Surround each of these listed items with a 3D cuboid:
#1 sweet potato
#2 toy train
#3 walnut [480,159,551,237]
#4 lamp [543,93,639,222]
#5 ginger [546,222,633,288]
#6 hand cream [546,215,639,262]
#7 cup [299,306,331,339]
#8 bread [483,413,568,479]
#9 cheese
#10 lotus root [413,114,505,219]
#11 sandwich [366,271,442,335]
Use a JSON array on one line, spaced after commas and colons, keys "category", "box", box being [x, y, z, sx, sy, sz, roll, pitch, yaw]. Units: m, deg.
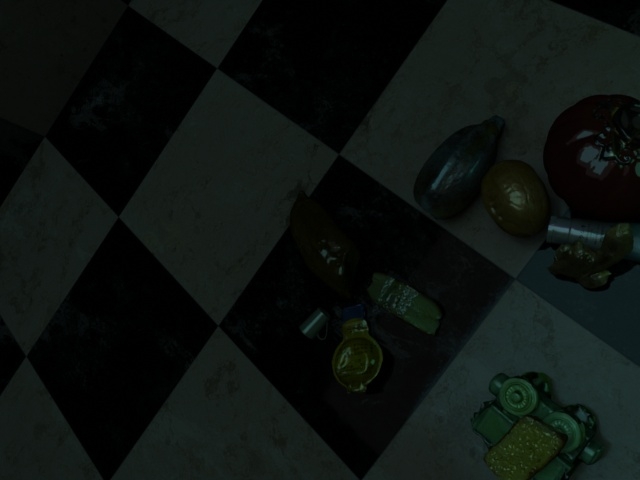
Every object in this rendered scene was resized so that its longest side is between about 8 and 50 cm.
[{"category": "sweet potato", "box": [0.000, 0.000, 1.805, 0.158, 0.157, 0.370, -46, 57, 12]}, {"category": "toy train", "box": [0.485, 0.419, 1.403, 0.271, 0.159, 0.188, 37, 106, 32]}, {"category": "walnut", "box": [0.481, -0.103, 1.540, 0.159, 0.159, 0.207, -30, 65, 20]}, {"category": "lamp", "box": [0.654, -0.186, 1.396, 0.302, 0.257, 0.303, 2, 62, -3]}, {"category": "ginger", "box": [0.617, 0.031, 1.431, 0.133, 0.059, 0.214, 32, 136, 14]}, {"category": "hand cream", "box": [0.696, -0.005, 1.457, 0.312, 0.070, 0.111, 12, 81, 24]}, {"category": "cup", "box": [-0.009, 0.243, 1.795, 0.083, 0.054, 0.075, -47, 58, 8]}, {"category": "bread", "box": [0.430, 0.436, 1.311, 0.103, 0.065, 0.187, 45, 121, 27]}, {"category": "cheese", "box": [0.099, 0.293, 1.713, 0.156, 0.064, 0.250, -14, 60, 25]}, {"category": "lotus root", "box": [0.372, -0.205, 1.645, 0.158, 0.140, 0.322, 39, 95, 33]}, {"category": "sandwich", "box": [0.211, 0.157, 1.669, 0.244, 0.088, 0.090, 30, 89, 33]}]
